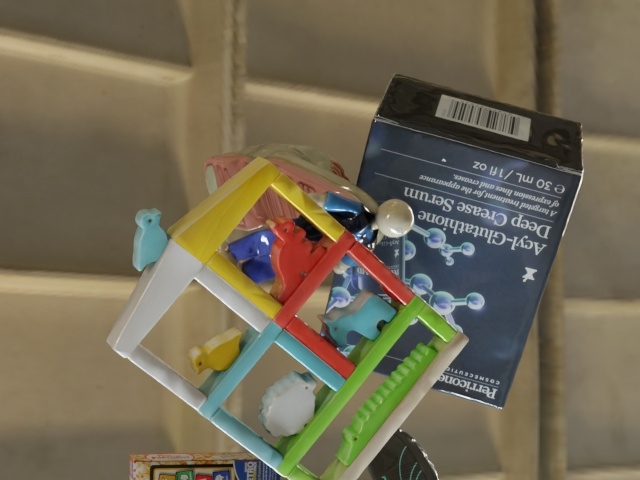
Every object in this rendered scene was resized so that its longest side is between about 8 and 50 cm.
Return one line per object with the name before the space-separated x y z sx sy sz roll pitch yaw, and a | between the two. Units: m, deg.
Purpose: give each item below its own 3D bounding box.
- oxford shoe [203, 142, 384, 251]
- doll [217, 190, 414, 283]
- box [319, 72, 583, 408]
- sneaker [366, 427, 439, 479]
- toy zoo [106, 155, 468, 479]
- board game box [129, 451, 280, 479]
oxford shoe | -0.014 -0.073 1.678 0.147 0.397 0.140 -24 -64 -24
doll | 0.000 0.000 1.223 0.129 0.189 0.046 59 -165 -51
box | 0.186 -0.001 1.834 0.212 0.294 0.395 -67 -9 -63
sneaker | 0.101 0.319 1.456 0.106 0.267 0.101 -24 -44 -17
toy zoo | -0.036 0.068 1.023 0.293 0.030 0.192 42 -95 -24
board game box | -0.150 0.349 1.618 0.194 0.045 0.146 3 -89 -16
